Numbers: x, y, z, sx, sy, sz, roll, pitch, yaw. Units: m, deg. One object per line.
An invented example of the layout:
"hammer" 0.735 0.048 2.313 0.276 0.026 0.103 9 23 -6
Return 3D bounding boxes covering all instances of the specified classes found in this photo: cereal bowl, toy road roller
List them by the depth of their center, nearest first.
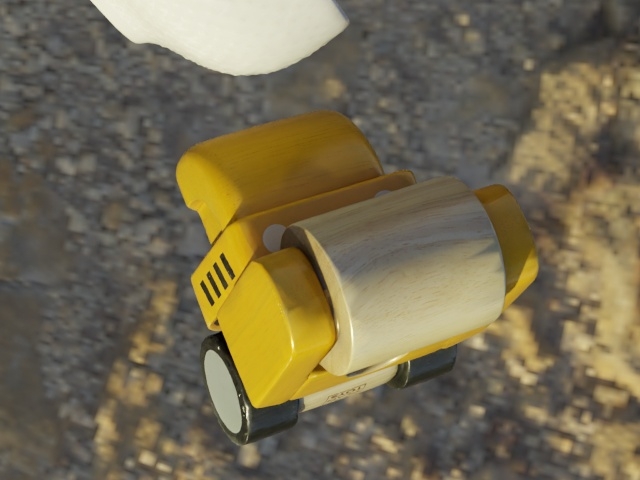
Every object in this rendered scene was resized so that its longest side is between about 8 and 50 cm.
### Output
"cereal bowl" -0.134 -0.250 1.472 0.141 0.339 0.339 -40 125 3
"toy road roller" 0.000 0.000 1.540 0.202 0.329 0.241 -18 78 -21
